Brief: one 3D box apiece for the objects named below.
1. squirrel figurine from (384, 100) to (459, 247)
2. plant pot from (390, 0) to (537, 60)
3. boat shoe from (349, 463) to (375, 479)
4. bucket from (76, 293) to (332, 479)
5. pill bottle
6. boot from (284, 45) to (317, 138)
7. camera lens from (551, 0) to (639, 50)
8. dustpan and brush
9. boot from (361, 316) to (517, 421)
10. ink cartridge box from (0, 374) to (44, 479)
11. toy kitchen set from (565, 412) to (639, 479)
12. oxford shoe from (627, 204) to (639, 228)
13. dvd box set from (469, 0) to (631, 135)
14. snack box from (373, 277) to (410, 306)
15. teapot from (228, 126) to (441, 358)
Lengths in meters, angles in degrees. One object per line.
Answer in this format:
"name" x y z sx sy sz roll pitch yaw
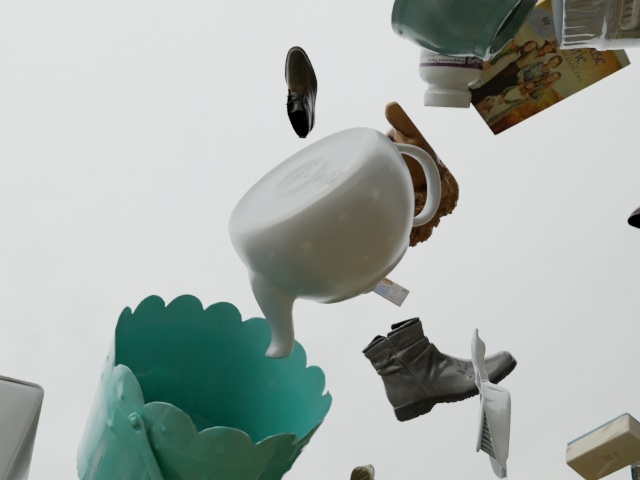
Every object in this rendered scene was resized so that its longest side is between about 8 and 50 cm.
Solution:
"squirrel figurine" 0.194 -0.148 1.688 0.370 0.397 0.281 -37 -3 14
"plant pot" 0.310 -0.486 1.126 0.293 0.196 0.293 -44 -14 -14
"boat shoe" 0.073 0.495 1.046 0.048 0.056 0.153 22 -106 -59
"bucket" -0.143 0.211 0.680 0.281 0.281 0.183 14 -70 -37
"pill bottle" 0.347 -0.503 1.485 0.169 0.169 0.301 -4 -74 -26
"boot" -0.046 -0.357 1.382 0.082 0.106 0.219 -6 -62 3
"camera lens" 0.336 -0.282 0.457 0.274 0.219 0.219 -5 -41 20
"dustpan and brush" 0.242 0.230 0.814 0.060 0.211 0.147 4 -25 17
"boot" 0.281 0.282 1.374 0.338 0.222 0.118 -27 -7 11
"ink cartridge box" -0.204 0.164 0.278 0.072 0.127 0.175 18 -53 -15
"toy kitchen set" 0.521 0.339 0.908 0.122 0.207 0.166 -50 -1 36
"oxford shoe" 0.806 -0.034 1.223 0.098 0.271 0.097 -22 -76 -20
"dvd box set" 0.617 -0.520 1.630 0.420 0.062 0.307 -26 -58 33
"snack box" 0.210 0.155 1.914 0.064 0.178 0.022 -53 -21 -21
"teapot" 0.025 -0.013 0.719 0.256 0.252 0.187 -25 -65 22
